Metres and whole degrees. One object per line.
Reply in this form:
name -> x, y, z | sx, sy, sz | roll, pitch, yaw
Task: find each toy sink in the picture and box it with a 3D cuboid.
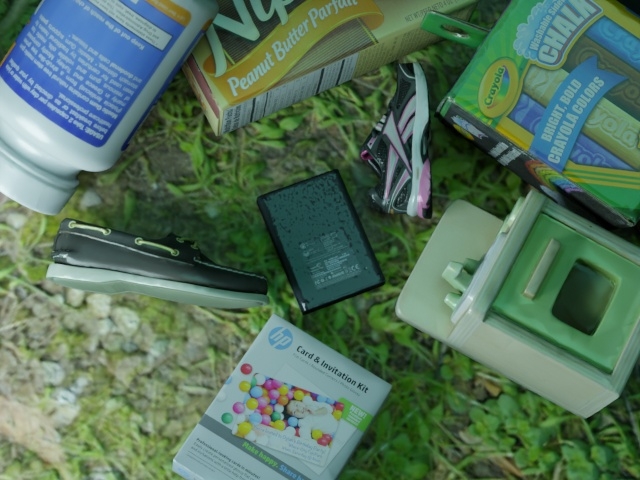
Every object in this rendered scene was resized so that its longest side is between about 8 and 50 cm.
toy sink -> 0.216, 0.051, 1.404 | 0.234, 0.131, 0.153 | 29, 72, 4

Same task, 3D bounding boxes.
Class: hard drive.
hard drive -> 0.000, 0.000, 1.455 | 0.094, 0.022, 0.135 | -20, 76, -11

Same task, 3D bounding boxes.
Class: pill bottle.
pill bottle -> -0.235, -0.166, 1.379 | 0.152, 0.152, 0.272 | 38, 99, 6

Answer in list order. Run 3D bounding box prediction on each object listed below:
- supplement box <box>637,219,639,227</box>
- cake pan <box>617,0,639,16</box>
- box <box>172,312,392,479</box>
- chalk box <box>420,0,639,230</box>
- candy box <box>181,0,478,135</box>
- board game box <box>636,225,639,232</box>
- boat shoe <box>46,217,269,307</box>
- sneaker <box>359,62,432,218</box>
supplement box -> 0.467, -0.047, 1.432 | 0.194, 0.129, 0.191 | 41, 73, 7
cake pan -> 0.404, -0.279, 1.362 | 0.293, 0.293, 0.054 | 6, 60, -4
box -> -0.036, 0.186, 1.371 | 0.145, 0.038, 0.186 | 31, 64, 8
chalk box -> 0.236, -0.163, 1.421 | 0.289, 0.180, 0.179 | 36, 89, 1
candy box -> -0.010, -0.263, 1.501 | 0.316, 0.087, 0.183 | -25, 77, -12
board game box -> 0.427, -0.021, 1.503 | 0.154, 0.026, 0.103 | -22, 76, -12
boat shoe -> -0.161, 0.024, 1.400 | 0.227, 0.081, 0.069 | 8, 76, -1
sneaker -> 0.080, -0.110, 1.476 | 0.077, 0.072, 0.178 | -1, 67, 5
